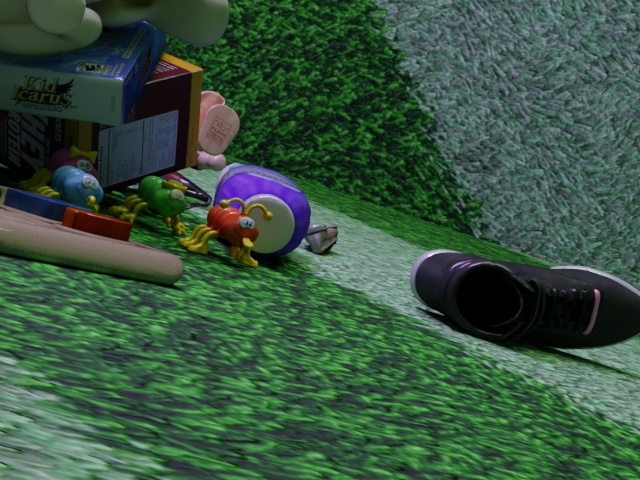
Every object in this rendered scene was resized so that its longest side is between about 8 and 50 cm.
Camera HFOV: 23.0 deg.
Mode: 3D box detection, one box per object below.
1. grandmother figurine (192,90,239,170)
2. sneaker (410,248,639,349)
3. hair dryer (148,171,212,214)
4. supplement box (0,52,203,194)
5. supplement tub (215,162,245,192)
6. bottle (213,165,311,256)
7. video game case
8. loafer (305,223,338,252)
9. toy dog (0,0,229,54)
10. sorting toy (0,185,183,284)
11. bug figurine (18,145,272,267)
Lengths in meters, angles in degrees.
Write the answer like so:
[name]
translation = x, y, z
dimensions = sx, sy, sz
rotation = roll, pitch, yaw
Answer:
[grandmother figurine]
translation = -0.234, -0.161, 2.355
dimensions = 0.208, 0.104, 0.342
rotation = 38, -17, -21
[sneaker]
translation = 0.258, 0.081, 1.821
dimensions = 0.296, 0.104, 0.147
rotation = 11, 8, -9
[hair dryer]
translation = -0.245, -0.086, 2.082
dimensions = 0.224, 0.080, 0.293
rotation = 23, 18, -1
[supplement box]
translation = -0.280, -0.157, 1.897
dimensions = 0.191, 0.129, 0.194
rotation = 25, 31, 35
[supplement tub]
translation = -0.099, -0.070, 2.353
dimensions = 0.107, 0.071, 0.071
rotation = 24, 7, 42
[bottle]
translation = -0.072, -0.034, 1.910
dimensions = 0.118, 0.092, 0.283
rotation = 19, 5, -5
[video game case]
translation = -0.318, -0.219, 1.795
dimensions = 0.244, 0.061, 0.269
rotation = 6, 26, 2
[loafer]
translation = 0.000, 0.000, 2.172
dimensions = 0.045, 0.039, 0.125
rotation = -15, -4, 10
[toy dog]
translation = -0.347, -0.344, 1.652
dimensions = 0.395, 0.284, 0.408
rotation = 29, 34, 35
[sorting toy]
translation = -0.295, -0.032, 1.385
dimensions = 0.307, 0.041, 0.229
rotation = 13, 7, -43
[bug figurine]
translation = -0.200, -0.046, 1.711
dimensions = 0.279, 0.072, 0.216
rotation = 14, 6, -34
